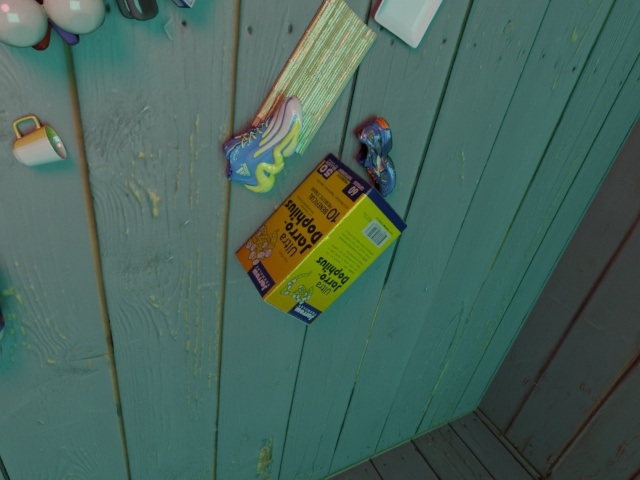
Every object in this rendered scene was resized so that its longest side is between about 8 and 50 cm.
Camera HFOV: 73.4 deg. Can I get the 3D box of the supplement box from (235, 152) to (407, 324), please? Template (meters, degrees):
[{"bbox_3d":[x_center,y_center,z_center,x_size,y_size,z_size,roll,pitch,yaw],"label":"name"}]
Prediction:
[{"bbox_3d":[0.000,0.000,1.073,0.356,0.194,0.195,-47,135,5],"label":"supplement box"}]

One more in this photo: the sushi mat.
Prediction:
[{"bbox_3d":[-0.013,-0.345,0.929,0.152,0.019,0.316,21,109,-43],"label":"sushi mat"}]

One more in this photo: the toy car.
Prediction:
[{"bbox_3d":[-0.394,-0.337,0.610,0.182,0.159,0.136,-24,167,-18],"label":"toy car"}]

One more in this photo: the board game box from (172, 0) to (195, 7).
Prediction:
[{"bbox_3d":[-0.235,-0.462,0.613,0.201,0.035,0.136,30,82,-60],"label":"board game box"}]

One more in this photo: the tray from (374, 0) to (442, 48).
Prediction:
[{"bbox_3d":[0.221,-0.569,0.909,0.145,0.030,0.270,13,114,-39],"label":"tray"}]

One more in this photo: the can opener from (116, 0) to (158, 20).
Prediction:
[{"bbox_3d":[-0.318,-0.456,0.600,0.093,0.074,0.280,-40,140,-25],"label":"can opener"}]

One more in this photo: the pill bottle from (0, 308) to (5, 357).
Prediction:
[{"bbox_3d":[-0.661,0.140,0.787,0.124,0.124,0.221,-8,127,-29],"label":"pill bottle"}]

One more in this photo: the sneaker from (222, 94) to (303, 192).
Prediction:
[{"bbox_3d":[-0.127,-0.198,0.893,0.126,0.091,0.240,6,132,-30],"label":"sneaker"}]

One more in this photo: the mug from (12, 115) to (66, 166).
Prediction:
[{"bbox_3d":[-0.485,-0.163,0.734,0.064,0.078,0.062,-22,165,-7],"label":"mug"}]

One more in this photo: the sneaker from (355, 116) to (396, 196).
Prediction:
[{"bbox_3d":[0.137,-0.205,1.106,0.087,0.083,0.221,-18,126,-4],"label":"sneaker"}]
